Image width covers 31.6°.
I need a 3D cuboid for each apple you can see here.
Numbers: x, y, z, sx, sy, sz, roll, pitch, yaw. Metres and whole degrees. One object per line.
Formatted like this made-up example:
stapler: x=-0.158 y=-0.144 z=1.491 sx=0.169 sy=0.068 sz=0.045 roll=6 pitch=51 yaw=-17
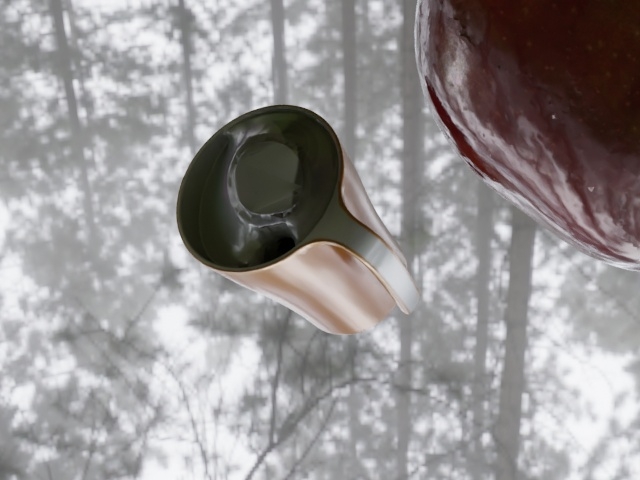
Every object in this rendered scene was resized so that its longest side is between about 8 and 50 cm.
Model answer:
apple: x=0.217 y=-0.140 z=0.848 sx=0.288 sy=0.288 sz=0.317 roll=-26 pitch=-109 yaw=-36

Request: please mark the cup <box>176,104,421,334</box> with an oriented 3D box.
cup: x=0.000 y=0.000 z=1.149 sx=0.226 sy=0.264 sz=0.182 roll=28 pitch=-100 yaw=36
